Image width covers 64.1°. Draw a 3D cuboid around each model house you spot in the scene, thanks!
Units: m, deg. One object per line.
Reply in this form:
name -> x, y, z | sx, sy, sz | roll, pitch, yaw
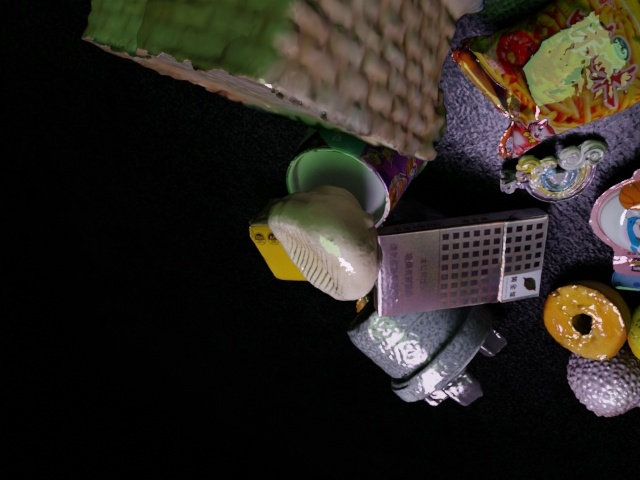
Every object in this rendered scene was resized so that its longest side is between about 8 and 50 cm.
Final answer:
model house -> -0.030, -0.365, 0.663 | 0.446, 0.395, 0.399 | 26, 104, 36

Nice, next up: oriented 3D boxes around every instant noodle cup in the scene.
instant noodle cup -> 0.060, -0.141, 0.945 | 0.252, 0.190, 0.251 | 16, 138, 15

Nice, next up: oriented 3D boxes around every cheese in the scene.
cheese -> 0.566, -0.011, 0.878 | 0.189, 0.074, 0.285 | 6, 135, 27

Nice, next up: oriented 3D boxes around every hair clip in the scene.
hair clip -> 0.404, -0.116, 0.892 | 0.172, 0.049, 0.116 | -6, 142, 24

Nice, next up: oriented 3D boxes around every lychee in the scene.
lychee -> 0.627, 0.303, 1.090 | 0.197, 0.165, 0.165 | 50, 148, 29

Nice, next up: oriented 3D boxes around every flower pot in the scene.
flower pot -> 0.245, 0.208, 1.151 | 0.283, 0.299, 0.299 | 43, 139, 4

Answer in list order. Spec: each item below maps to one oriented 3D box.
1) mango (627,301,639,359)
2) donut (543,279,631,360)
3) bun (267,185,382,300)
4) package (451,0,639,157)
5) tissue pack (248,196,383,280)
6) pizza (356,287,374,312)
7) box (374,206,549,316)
mango -> 0.666, 0.150, 0.955 | 0.126, 0.111, 0.232 | 16, 140, 6
donut -> 0.542, 0.153, 1.031 | 0.162, 0.066, 0.178 | 43, 146, 28
bun -> 0.019, -0.008, 0.857 | 0.231, 0.133, 0.231 | 39, 162, 15
package -> 0.355, -0.258, 0.728 | 0.288, 0.108, 0.223 | -20, 114, 33
tissue pack -> 0.000, 0.000, 1.166 | 0.271, 0.134, 0.192 | -1, 131, 31
pizza -> 0.178, 0.225, 1.341 | 0.189, 0.071, 0.296 | 5, 133, 26
box -> 0.263, 0.042, 0.973 | 0.325, 0.047, 0.180 | -7, 116, -5
